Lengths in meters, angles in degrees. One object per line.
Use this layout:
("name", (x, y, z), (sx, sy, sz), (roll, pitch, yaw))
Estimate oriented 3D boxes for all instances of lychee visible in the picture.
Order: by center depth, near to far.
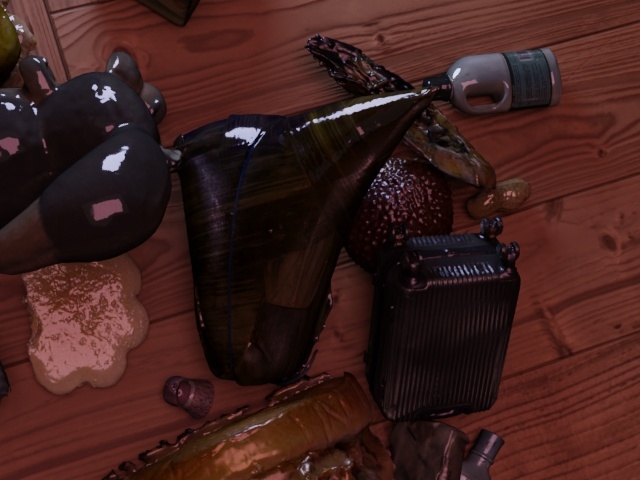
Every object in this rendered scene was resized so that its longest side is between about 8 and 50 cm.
("lychee", (0.117, -0.036, 1.774), (0.194, 0.194, 0.194), (2, 81, -12))

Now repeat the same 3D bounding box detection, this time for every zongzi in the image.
("zongzi", (0.000, 0.000, 1.639), (0.208, 0.432, 0.403), (-2, 84, -57))

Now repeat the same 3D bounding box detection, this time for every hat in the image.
("hat", (-0.200, 0.230, 1.738), (0.087, 0.042, 0.058), (23, 79, -43))

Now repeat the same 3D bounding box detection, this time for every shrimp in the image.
("shrimp", (0.124, -0.191, 1.778), (0.365, 0.233, 0.071), (37, 107, -6))

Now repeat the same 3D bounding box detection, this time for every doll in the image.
("doll", (-0.395, -0.098, 1.579), (0.382, 0.378, 0.252), (-25, 110, 3))

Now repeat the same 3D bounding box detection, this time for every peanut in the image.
("peanut", (0.288, -0.067, 1.877), (0.113, 0.054, 0.054), (-19, 86, -11))

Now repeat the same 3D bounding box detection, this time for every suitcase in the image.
("suitcase", (0.177, 0.118, 1.712), (0.202, 0.128, 0.312), (-5, 124, -13))

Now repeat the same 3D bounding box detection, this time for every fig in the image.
("fig", (-0.502, -0.287, 1.655), (0.144, 0.154, 0.165), (5, 86, -44))

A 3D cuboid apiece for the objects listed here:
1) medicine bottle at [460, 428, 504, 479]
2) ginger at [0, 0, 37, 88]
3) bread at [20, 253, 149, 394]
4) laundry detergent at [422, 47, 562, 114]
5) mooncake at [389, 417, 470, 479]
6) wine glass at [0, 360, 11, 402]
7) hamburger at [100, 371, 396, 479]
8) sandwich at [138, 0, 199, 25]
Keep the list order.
("medicine bottle", (0.217, 0.390, 1.791), (0.090, 0.054, 0.208), (33, 75, -4))
("ginger", (-0.512, -0.340, 1.744), (0.149, 0.065, 0.258), (-16, 94, -3))
("bread", (-0.348, 0.096, 1.722), (0.182, 0.039, 0.251), (-7, 83, -13))
("laundry detergent", (0.275, -0.255, 1.890), (0.226, 0.070, 0.099), (-8, 87, -14))
("mooncake", (0.158, 0.335, 1.760), (0.073, 0.125, 0.130), (28, 75, -42))
("wine glass", (-0.570, 0.114, 1.600), (0.190, 0.190, 0.357), (-26, 84, -14))
("hamburger", (-0.085, 0.370, 1.615), (0.445, 0.287, 0.268), (-23, 89, -12))
("sandwich", (-0.233, -0.484, 1.771), (0.198, 0.155, 0.227), (29, 77, -7))
